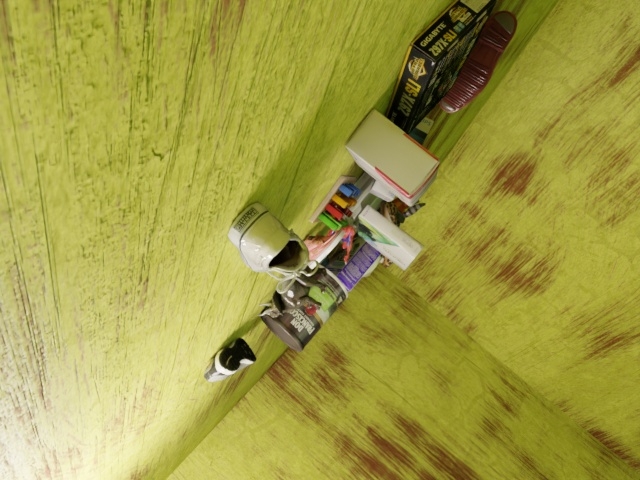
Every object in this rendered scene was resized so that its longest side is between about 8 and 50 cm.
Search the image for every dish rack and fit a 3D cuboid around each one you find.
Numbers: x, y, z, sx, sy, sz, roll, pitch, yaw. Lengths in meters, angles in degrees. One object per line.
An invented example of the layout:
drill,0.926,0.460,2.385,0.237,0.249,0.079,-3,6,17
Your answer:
dish rack,0.169,-0.172,1.649,0.332,0.072,0.285,-51,169,-3

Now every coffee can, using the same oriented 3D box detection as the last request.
coffee can,-0.059,0.244,1.773,0.275,0.202,0.201,-47,169,-21

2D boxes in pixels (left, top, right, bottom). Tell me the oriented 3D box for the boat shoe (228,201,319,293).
boat shoe,-0.080,0.033,1.047,0.136,0.156,0.367,-48,169,-10

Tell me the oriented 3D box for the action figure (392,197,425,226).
action figure,0.341,-0.103,2.335,0.330,0.178,0.341,-54,166,15

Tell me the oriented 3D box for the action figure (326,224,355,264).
action figure,0.060,0.015,1.647,0.280,0.092,0.139,99,9,-79

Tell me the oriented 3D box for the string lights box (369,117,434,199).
string lights box,0.243,-0.251,1.455,0.259,0.077,0.133,-63,179,2

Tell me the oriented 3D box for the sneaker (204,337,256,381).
sneaker,-0.309,0.410,1.630,0.108,0.100,0.271,-38,169,13

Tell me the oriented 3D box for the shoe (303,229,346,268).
shoe,-0.002,0.009,1.462,0.178,0.081,0.063,-46,179,36

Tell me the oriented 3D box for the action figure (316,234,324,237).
action figure,0.000,0.000,1.648,0.038,0.030,0.115,-57,171,6

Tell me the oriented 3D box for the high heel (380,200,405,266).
high heel,0.276,-0.034,2.005,0.186,0.093,0.261,37,62,-47

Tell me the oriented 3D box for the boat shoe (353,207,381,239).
boat shoe,0.190,-0.084,2.126,0.206,0.065,0.075,-41,-153,2

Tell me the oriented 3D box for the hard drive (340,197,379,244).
hard drive,0.212,-0.153,1.959,0.353,0.047,0.233,-47,170,-22

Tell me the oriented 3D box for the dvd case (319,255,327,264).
dvd case,-0.053,0.164,2.022,0.253,0.022,0.180,-50,171,-6

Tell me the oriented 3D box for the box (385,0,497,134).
box,0.287,-0.432,1.205,0.257,0.079,0.322,-49,170,-18

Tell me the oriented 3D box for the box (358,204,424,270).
box,0.238,-0.001,1.687,0.058,0.232,0.322,-51,170,-7

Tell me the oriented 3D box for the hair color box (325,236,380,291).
hair color box,0.158,0.065,2.130,0.339,0.110,0.185,-47,-161,-21

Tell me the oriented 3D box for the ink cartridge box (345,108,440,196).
ink cartridge box,0.195,-0.202,1.246,0.117,0.207,0.283,-51,170,6

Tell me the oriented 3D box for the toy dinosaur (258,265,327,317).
toy dinosaur,-0.067,0.139,1.554,0.313,0.160,0.121,-66,-159,6

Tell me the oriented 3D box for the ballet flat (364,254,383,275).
ballet flat,0.152,0.142,2.287,0.409,0.147,0.147,-38,171,8

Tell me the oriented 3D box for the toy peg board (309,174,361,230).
toy peg board,0.065,-0.104,1.405,0.160,0.079,0.161,-53,170,16

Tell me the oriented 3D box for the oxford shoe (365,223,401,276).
oxford shoe,0.318,0.004,2.802,0.449,0.169,0.130,-58,-149,1

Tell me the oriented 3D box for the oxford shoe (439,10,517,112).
oxford shoe,0.529,-0.583,1.594,0.348,0.123,0.130,-54,175,26
